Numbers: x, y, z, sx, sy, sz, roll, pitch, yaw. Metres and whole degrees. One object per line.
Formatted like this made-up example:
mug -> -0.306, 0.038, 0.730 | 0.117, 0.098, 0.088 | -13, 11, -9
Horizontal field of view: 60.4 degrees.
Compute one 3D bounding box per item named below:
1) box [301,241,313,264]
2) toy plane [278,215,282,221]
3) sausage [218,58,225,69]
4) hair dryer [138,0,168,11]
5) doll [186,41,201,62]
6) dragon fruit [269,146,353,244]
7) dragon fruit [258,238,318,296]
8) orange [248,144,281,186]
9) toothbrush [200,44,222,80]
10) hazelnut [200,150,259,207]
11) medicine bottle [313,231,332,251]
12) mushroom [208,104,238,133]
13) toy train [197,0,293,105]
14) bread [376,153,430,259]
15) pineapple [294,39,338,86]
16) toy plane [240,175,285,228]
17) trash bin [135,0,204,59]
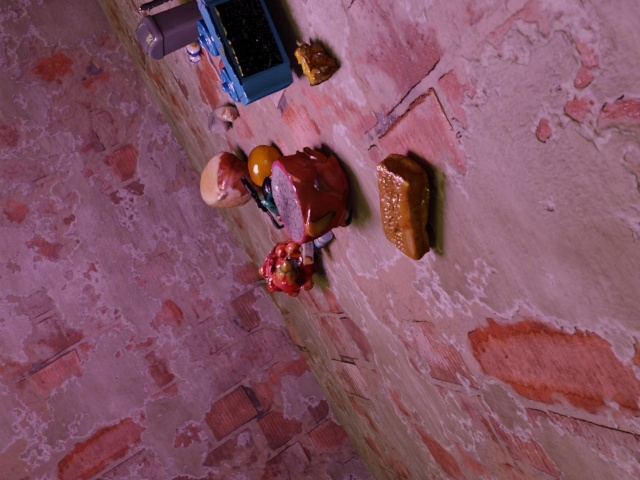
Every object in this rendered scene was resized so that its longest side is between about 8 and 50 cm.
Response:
box -> -0.050, -0.016, 2.010 | 0.050, 0.041, 0.207 | -122, 30, -67
toy plane -> -0.153, -0.108, 2.258 | 0.145, 0.060, 0.037 | 126, 151, -66
sausage -> -0.305, -0.604, 1.855 | 0.062, 0.062, 0.154 | 62, 163, -7
hair dryer -> -0.310, -0.676, 1.322 | 0.304, 0.359, 0.120 | 65, -168, 7
doll -> -0.505, -0.752, 2.196 | 0.099, 0.057, 0.143 | 57, 168, 6
dragon fruit -> -0.025, -0.145, 1.642 | 0.291, 0.189, 0.291 | 53, 155, 37
dragon fruit -> -0.131, 0.101, 2.247 | 0.243, 0.227, 0.307 | 38, 150, 41
orange -> -0.195, -0.270, 2.002 | 0.156, 0.134, 0.157 | 6, -90, -85
toothbrush -> -0.422, -0.692, 2.126 | 0.162, 0.014, 0.017 | 61, 149, -3
hazelnut -> -0.405, -0.250, 2.394 | 0.261, 0.260, 0.241 | 78, -174, -45
medicine bottle -> 0.000, 0.000, 2.005 | 0.051, 0.051, 0.191 | 58, 162, 5
mushroom -> -0.407, -0.501, 2.264 | 0.096, 0.099, 0.278 | 57, 160, -8
toy train -> -0.208, -0.527, 1.474 | 0.301, 0.187, 0.265 | 66, 170, -12
bread -> 0.201, -0.073, 1.275 | 0.139, 0.077, 0.271 | 40, 156, 39
pineapple -> -0.011, -0.426, 1.339 | 0.137, 0.069, 0.116 | 59, 171, 33
toy plane -> -0.151, -0.137, 2.017 | 0.382, 0.155, 0.107 | 51, -156, -62
trash bin -> -0.538, -0.752, 1.975 | 0.101, 0.236, 0.176 | 59, 162, 1
